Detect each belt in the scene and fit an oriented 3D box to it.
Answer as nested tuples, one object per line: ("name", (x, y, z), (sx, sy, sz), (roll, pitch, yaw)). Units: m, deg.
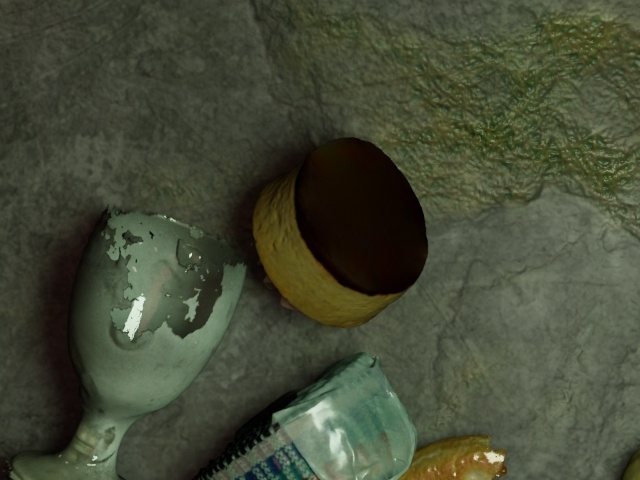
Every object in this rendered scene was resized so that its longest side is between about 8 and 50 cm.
("belt", (-0.010, 0.241, 1.826), (0.257, 0.207, 0.150), (-38, 88, 23))

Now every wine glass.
("wine glass", (-0.216, 0.131, 1.859), (0.190, 0.190, 0.357), (24, 98, 5))

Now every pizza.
("pizza", (0.165, 0.318, 1.879), (0.154, 0.069, 0.194), (-23, 96, 6))

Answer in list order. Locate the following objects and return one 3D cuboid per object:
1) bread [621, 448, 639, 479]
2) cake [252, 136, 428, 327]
("bread", (0.470, 0.349, 1.776), (0.300, 0.210, 0.341), (-21, 89, 4))
("cake", (0.000, 0.000, 1.843), (0.178, 0.185, 0.207), (-23, 111, 42))
